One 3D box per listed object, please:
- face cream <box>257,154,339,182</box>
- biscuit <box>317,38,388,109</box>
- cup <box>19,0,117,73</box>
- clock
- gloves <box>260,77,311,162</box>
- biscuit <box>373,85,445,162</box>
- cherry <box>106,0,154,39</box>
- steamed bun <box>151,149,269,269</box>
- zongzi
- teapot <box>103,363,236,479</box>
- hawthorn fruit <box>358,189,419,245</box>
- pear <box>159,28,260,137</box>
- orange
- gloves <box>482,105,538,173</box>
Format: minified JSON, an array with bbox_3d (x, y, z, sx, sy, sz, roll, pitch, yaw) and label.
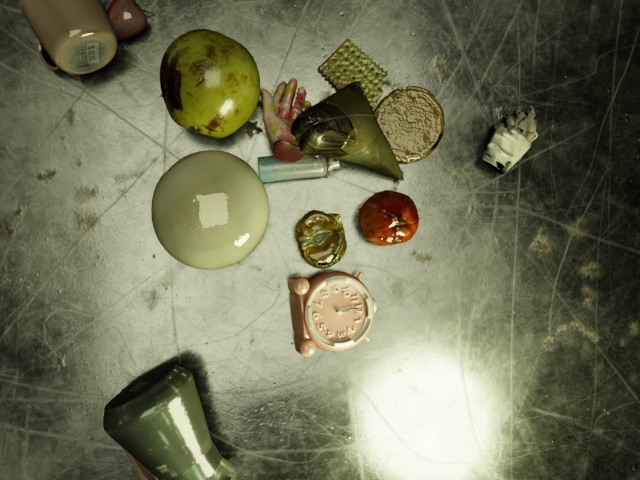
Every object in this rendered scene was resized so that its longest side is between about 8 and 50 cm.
[{"bbox_3d":[-0.062,-0.211,1.672,0.229,0.075,0.075,-6,90,-6],"label":"face cream"},{"bbox_3d":[0.106,-0.476,1.704,0.203,0.016,0.144,42,87,4],"label":"biscuit"},{"bbox_3d":[-0.668,-0.544,1.559,0.253,0.191,0.200,-39,75,33],"label":"cup"},{"bbox_3d":[0.037,0.196,1.657,0.241,0.142,0.227,-7,91,-14],"label":"clock"},{"bbox_3d":[-0.099,-0.340,1.648,0.145,0.126,0.241,-1,53,-7],"label":"gloves"},{"bbox_3d":[0.255,-0.337,1.714,0.226,0.042,0.226,0,90,-2],"label":"biscuit"},{"bbox_3d":[-0.535,-0.610,1.626,0.106,0.087,0.126,29,85,1],"label":"cherry"},{"bbox_3d":[-0.295,-0.082,1.587,0.324,0.206,0.324,0,89,-6],"label":"steamed bun"},{"bbox_3d":[0.089,-0.240,1.581,0.317,0.154,0.289,52,44,-5],"label":"zongzi"},{"bbox_3d":[-0.411,0.535,1.572,0.300,0.253,0.344,-24,98,29],"label":"teapot"},{"bbox_3d":[0.189,-0.063,1.645,0.173,0.179,0.173,2,94,21],"label":"hawthorn fruit"},{"bbox_3d":[-0.295,-0.412,1.562,0.283,0.283,0.284,0,90,-5],"label":"pear"},{"bbox_3d":[0.000,0.000,1.659,0.160,0.112,0.170,33,64,7],"label":"orange"},{"bbox_3d":[0.562,-0.300,1.712,0.127,0.111,0.212,33,95,1],"label":"gloves"}]
